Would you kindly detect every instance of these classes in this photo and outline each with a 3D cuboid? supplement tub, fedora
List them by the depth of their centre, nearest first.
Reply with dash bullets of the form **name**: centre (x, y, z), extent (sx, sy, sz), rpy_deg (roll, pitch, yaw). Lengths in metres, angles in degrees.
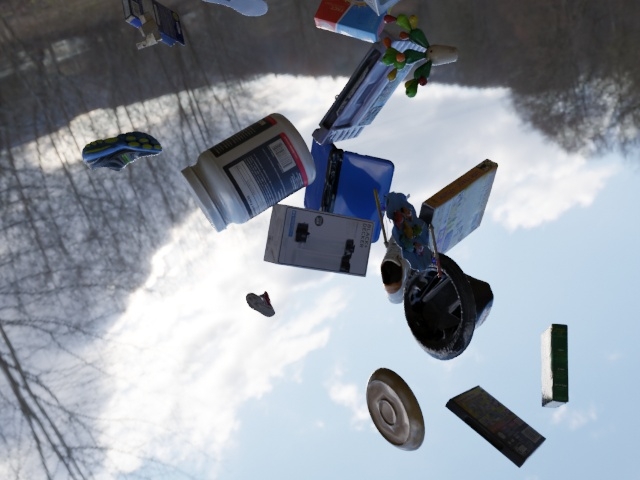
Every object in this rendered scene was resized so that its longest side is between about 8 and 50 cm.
- **supplement tub**: centre (-0.166, -0.156, 1.578), extent (0.272, 0.191, 0.191), rpy_deg (-31, -159, -10)
- **fedora**: centre (0.371, 0.175, 1.896), extent (0.153, 0.333, 0.334), rpy_deg (-7, -167, -26)

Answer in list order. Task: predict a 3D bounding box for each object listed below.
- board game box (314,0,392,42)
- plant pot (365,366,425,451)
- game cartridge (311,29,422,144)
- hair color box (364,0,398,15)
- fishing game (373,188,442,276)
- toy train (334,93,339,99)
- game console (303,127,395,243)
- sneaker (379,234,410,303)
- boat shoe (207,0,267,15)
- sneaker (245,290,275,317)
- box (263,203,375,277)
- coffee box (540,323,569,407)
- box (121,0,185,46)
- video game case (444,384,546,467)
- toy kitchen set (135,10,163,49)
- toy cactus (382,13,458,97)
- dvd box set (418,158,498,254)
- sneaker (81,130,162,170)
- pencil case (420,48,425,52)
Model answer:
- **board game box**: centre (0.150, -0.888, 2.444), extent (0.242, 0.316, 0.064), rpy_deg (20, 169, 15)
- **plant pot**: centre (0.190, 0.458, 1.822), extent (0.032, 0.236, 0.236), rpy_deg (-16, -165, -31)
- **game cartridge**: centre (0.138, -0.418, 1.873), extent (0.230, 0.068, 0.355), rpy_deg (-18, 151, -54)
- **hair color box**: centre (0.108, -0.767, 1.734), extent (0.185, 0.113, 0.374), rpy_deg (-36, -115, -2)
- **fishing game**: centre (0.200, -0.025, 1.464), extent (0.041, 0.264, 0.189), rpy_deg (-23, -122, 29)
- **toy train**: centre (0.088, -0.463, 2.513), extent (0.046, 0.166, 0.125), rpy_deg (-26, -168, -31)
- **game console**: centre (0.077, -0.167, 2.070), extent (0.174, 0.293, 0.250), rpy_deg (-4, -144, -21)
- **sneaker**: centre (0.257, 0.058, 2.245), extent (0.106, 0.123, 0.290), rpy_deg (-9, -130, 21)
- **boat shoe**: centre (-0.306, -0.866, 2.366), extent (0.095, 0.258, 0.084), rpy_deg (-48, -143, 48)
- **sneaker**: centre (-0.168, 0.156, 1.822), extent (0.042, 0.118, 0.067), rpy_deg (-33, -134, 10)
- **box**: centre (0.000, 0.000, 1.879), extent (0.290, 0.169, 0.087), rpy_deg (11, 179, -29)
- **coffee box**: centre (0.556, 0.299, 1.613), extent (0.041, 0.184, 0.113), rpy_deg (5, 160, 6)
- **box**: centre (-0.521, -0.694, 2.110), extent (0.037, 0.136, 0.225), rpy_deg (-27, 156, 27)
- **video game case**: centre (0.501, 0.519, 1.924), extent (0.248, 0.035, 0.275), rpy_deg (38, -164, 26)
- **toy kitchen set**: centre (-0.505, -0.585, 1.906), extent (0.075, 0.083, 0.068), rpy_deg (-8, -150, 30)
- **toy cactus**: centre (0.237, -0.450, 1.616), extent (0.181, 0.218, 0.112), rpy_deg (-5, 156, -6)
- **dvd box set**: centre (0.487, -0.093, 2.489), extent (0.062, 0.307, 0.420), rpy_deg (34, -132, 28)
- **sneaker**: centre (-0.480, -0.213, 1.648), extent (0.188, 0.078, 0.067), rpy_deg (-14, -124, -19)
- **pencil case**: centre (0.295, -0.643, 2.412), extent (0.206, 0.086, 0.088), rpy_deg (-51, -147, -13)
